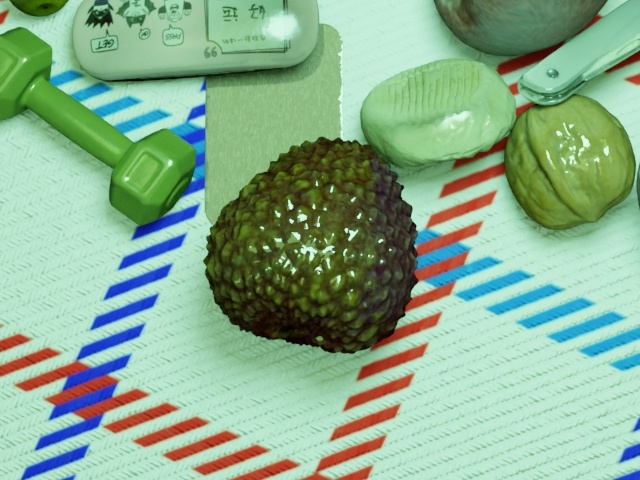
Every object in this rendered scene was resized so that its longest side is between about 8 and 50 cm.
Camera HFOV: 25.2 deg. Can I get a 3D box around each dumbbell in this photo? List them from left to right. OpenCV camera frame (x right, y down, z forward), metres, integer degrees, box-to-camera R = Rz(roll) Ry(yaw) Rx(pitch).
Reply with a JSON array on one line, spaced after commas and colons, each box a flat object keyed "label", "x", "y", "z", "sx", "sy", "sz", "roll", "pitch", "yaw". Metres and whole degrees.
[{"label": "dumbbell", "x": -0.296, "y": -0.143, "z": 1.775, "sx": 0.302, "sy": 0.108, "sz": 0.121, "roll": 35, "pitch": 89, "yaw": 6}]

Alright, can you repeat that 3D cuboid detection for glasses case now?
[{"label": "glasses case", "x": -0.157, "y": -0.266, "z": 1.789, "sx": 0.314, "sy": 0.075, "sz": 0.122, "roll": -3, "pitch": 85, "yaw": 7}]

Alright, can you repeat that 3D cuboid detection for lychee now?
[{"label": "lychee", "x": 0.000, "y": 0.000, "z": 1.688, "sx": 0.271, "sy": 0.271, "sz": 0.271, "roll": 0, "pitch": 86, "yaw": 4}]

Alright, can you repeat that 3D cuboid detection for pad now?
[{"label": "pad", "x": -0.059, "y": -0.144, "z": 1.812, "sx": 0.176, "sy": 0.002, "sz": 0.266, "roll": 0, "pitch": 86, "yaw": 4}]

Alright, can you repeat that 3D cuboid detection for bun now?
[{"label": "bun", "x": 0.144, "y": -0.145, "z": 1.729, "sx": 0.188, "sy": 0.164, "sz": 0.111, "roll": -15, "pitch": 120, "yaw": 9}]

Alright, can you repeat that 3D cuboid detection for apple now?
[{"label": "apple", "x": -0.353, "y": -0.326, "z": 1.802, "sx": 0.089, "sy": 0.089, "sz": 0.074, "roll": -15, "pitch": 78, "yaw": 2}]

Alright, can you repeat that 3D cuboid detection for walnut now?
[{"label": "walnut", "x": 0.296, "y": -0.097, "z": 1.717, "sx": 0.166, "sy": 0.149, "sz": 0.166, "roll": -3, "pitch": 84, "yaw": 31}]

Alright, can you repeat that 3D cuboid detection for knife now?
[{"label": "knife", "x": 0.350, "y": -0.235, "z": 1.718, "sx": 0.265, "sy": 0.040, "sz": 0.073, "roll": -32, "pitch": 48, "yaw": -23}]

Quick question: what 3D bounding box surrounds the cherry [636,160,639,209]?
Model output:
[{"label": "cherry", "x": 0.505, "y": -0.049, "z": 1.641, "sx": 0.261, "sy": 0.307, "sz": 0.221, "roll": -15, "pitch": 127, "yaw": -2}]

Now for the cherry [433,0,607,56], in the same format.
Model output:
[{"label": "cherry", "x": 0.256, "y": -0.324, "z": 1.696, "sx": 0.239, "sy": 0.239, "sz": 0.206, "roll": -6, "pitch": 62, "yaw": 3}]
